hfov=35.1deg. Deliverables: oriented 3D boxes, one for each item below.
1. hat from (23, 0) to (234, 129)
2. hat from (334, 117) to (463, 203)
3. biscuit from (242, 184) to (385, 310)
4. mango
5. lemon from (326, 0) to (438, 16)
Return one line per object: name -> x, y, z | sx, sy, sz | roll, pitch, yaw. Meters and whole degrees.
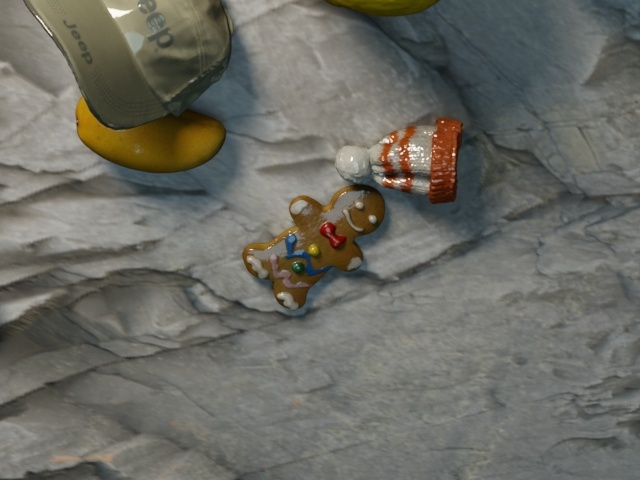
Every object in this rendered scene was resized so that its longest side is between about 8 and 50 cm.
hat -> -0.192, -0.237, 1.102 | 0.149, 0.245, 0.214 | -29, 102, 11
hat -> 0.101, -0.103, 1.309 | 0.162, 0.093, 0.112 | 3, 106, 9
biscuit -> 0.000, 0.000, 1.361 | 0.205, 0.031, 0.138 | -37, 116, 7
mango -> -0.208, -0.134, 1.232 | 0.184, 0.085, 0.102 | 12, 106, -27
lemon -> 0.066, -0.371, 1.084 | 0.228, 0.228, 0.254 | -5, 113, -7
